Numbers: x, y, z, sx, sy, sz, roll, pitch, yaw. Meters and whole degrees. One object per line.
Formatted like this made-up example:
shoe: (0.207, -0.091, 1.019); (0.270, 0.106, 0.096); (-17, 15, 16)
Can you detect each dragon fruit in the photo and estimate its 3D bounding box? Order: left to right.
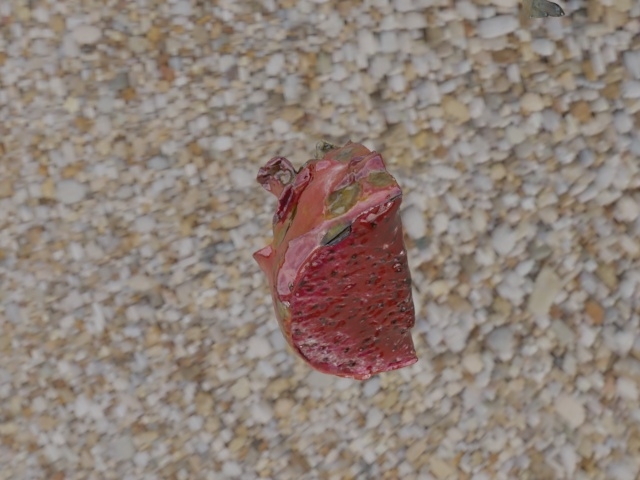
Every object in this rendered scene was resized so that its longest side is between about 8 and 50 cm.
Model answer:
dragon fruit: (0.000, 0.000, 1.386); (0.134, 0.212, 0.262); (-15, 137, -4)

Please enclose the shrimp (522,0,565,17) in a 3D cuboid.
shrimp: (0.285, -0.317, 1.646); (0.051, 0.217, 0.150); (27, 82, -18)
